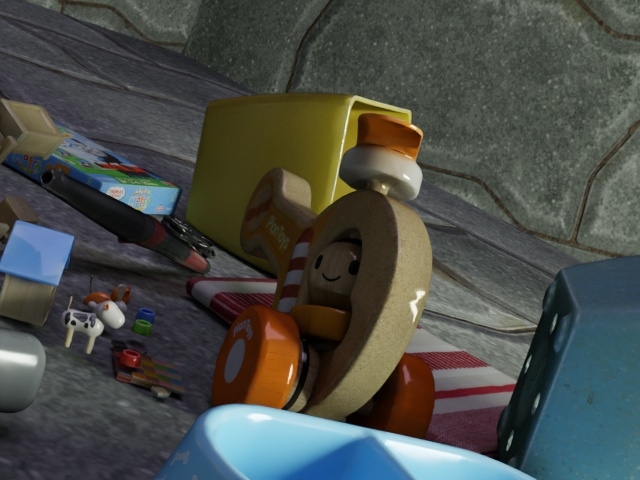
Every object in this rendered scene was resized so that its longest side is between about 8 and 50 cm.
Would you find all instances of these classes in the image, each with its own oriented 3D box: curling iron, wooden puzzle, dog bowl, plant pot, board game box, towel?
[{"bbox_3d":[-0.171,-0.015,1.051,0.068,0.035,0.274,39,5,24],"label":"curling iron"},{"bbox_3d":[-0.121,0.092,0.818,0.049,0.006,0.083,20,10,-19],"label":"wooden puzzle"},{"bbox_3d":[0.041,0.163,0.627,0.297,0.074,0.166,17,12,-31],"label":"dog bowl"},{"bbox_3d":[-0.032,-0.070,1.345,0.187,0.212,0.212,14,6,21],"label":"plant pot"},{"bbox_3d":[-0.281,-0.089,1.302,0.211,0.039,0.160,27,11,22],"label":"board game box"},{"bbox_3d":[0.063,0.115,1.042,0.329,0.037,0.237,29,13,35],"label":"towel"},{"bbox_3d":[0.261,0.135,0.802,0.252,0.248,0.247,19,13,4],"label":"plant pot"}]

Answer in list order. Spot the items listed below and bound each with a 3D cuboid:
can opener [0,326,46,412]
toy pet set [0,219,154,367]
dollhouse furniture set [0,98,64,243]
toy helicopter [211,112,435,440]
[{"bbox_3d":[-0.255,0.020,0.560,0.076,0.095,0.283,10,-6,41],"label":"can opener"},{"bbox_3d":[-0.170,0.030,0.840,0.114,0.065,0.122,17,10,-8],"label":"toy pet set"},{"bbox_3d":[-0.280,-0.030,0.958,0.161,0.101,0.182,54,21,19],"label":"dollhouse furniture set"},{"bbox_3d":[0.000,0.000,0.914,0.140,0.235,0.355,19,11,-21],"label":"toy helicopter"}]
